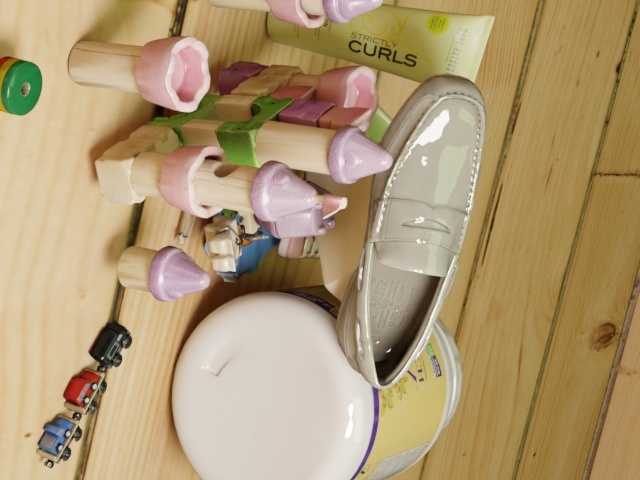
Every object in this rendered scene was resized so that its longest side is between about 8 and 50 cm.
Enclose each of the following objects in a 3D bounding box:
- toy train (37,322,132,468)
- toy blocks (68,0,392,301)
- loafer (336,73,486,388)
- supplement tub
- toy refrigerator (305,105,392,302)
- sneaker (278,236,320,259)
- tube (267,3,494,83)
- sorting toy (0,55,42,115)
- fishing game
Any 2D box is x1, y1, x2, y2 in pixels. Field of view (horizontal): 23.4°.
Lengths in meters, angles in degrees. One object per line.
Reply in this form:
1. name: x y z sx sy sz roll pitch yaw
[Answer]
1. toy train: -0.232 0.150 1.519 0.158 0.027 0.036 -63 150 -20
2. toy blocks: -0.033 -0.083 1.463 0.288 0.260 0.309 -42 133 -48
3. loafer: 0.096 -0.003 1.501 0.111 0.112 0.319 -113 -148 -60
4. supplement tub: 0.009 0.170 1.771 0.331 0.241 0.241 -5 110 -63
5. toy refrigerator: 0.053 -0.044 1.704 0.102 0.094 0.269 43 27 -39
6. sneaker: 0.000 0.000 1.798 0.134 0.070 0.051 -18 123 -72
7. tube: 0.060 -0.218 1.631 0.062 0.240 0.070 -45 144 -48
8. sorting toy: -0.319 -0.080 1.175 0.274 0.046 0.132 -9 114 -64
9. fishing game: -0.071 -0.044 1.712 0.264 0.041 0.189 13 91 -64
